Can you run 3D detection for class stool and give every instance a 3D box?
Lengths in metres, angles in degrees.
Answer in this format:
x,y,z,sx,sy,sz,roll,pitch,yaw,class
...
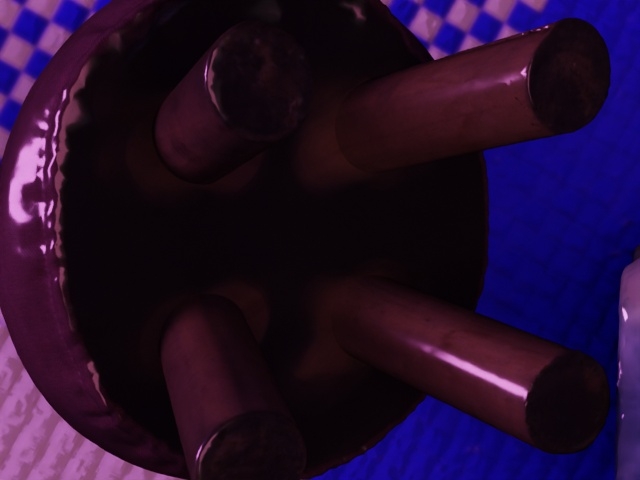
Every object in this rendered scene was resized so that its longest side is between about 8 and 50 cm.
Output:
x,y,z,sx,sy,sz,roll,pitch,yaw,class
0.000,0.000,0.600,0.272,0.178,0.272,-4,99,-29,stool

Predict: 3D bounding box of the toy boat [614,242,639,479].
x,y,z,sx,sy,sz,roll,pitch,yaw,class
0.214,0.151,0.657,0.123,0.215,0.330,0,94,15,toy boat
